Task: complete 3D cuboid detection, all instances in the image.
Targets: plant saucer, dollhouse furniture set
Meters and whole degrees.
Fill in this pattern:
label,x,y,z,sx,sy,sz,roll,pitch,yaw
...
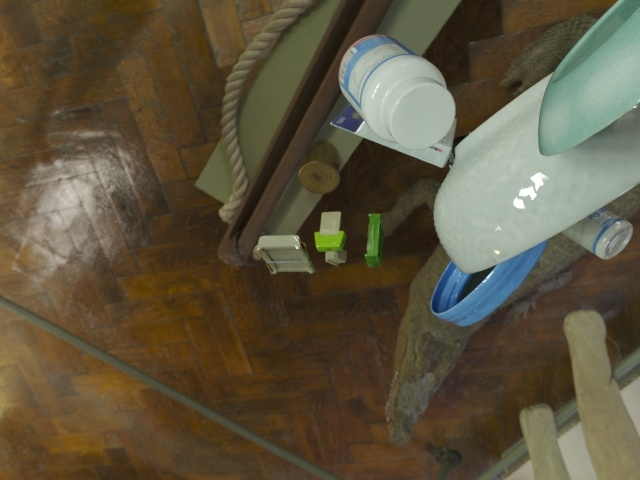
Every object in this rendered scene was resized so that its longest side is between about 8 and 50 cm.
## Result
label,x,y,z,sx,sy,sz,roll,pitch,yaw
plant saucer,0.229,-0.150,0.379,0.037,0.195,0.195,40,114,0
dollhouse furniture set,0.000,0.000,0.625,0.152,0.058,0.076,-2,150,14

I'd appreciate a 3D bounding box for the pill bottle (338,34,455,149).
label,x,y,z,sx,sy,sz,roll,pitch,yaw
pill bottle,0.111,-0.218,0.741,0.124,0.221,0.124,-7,126,-10

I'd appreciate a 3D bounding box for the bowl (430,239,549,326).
label,x,y,z,sx,sy,sz,roll,pitch,yaw
bowl,0.432,0.052,1.280,0.077,0.391,0.391,37,115,0

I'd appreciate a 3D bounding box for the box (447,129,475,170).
label,x,y,z,sx,sy,sz,roll,pitch,yaw
box,0.536,-0.307,1.540,0.261,0.184,0.103,-21,98,-12

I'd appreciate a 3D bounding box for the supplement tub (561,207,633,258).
label,x,y,z,sx,sy,sz,roll,pitch,yaw
supplement tub,0.442,-0.024,0.822,0.071,0.107,0.071,-17,129,-22

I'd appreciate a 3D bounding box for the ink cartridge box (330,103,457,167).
label,x,y,z,sx,sy,sz,roll,pitch,yaw
ink cartridge box,0.227,-0.347,1.456,0.330,0.324,0.071,23,122,4

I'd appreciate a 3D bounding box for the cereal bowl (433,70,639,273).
label,x,y,z,sx,sy,sz,roll,pitch,yaw
cereal bowl,0.276,-0.109,0.625,0.339,0.339,0.141,-37,87,22
